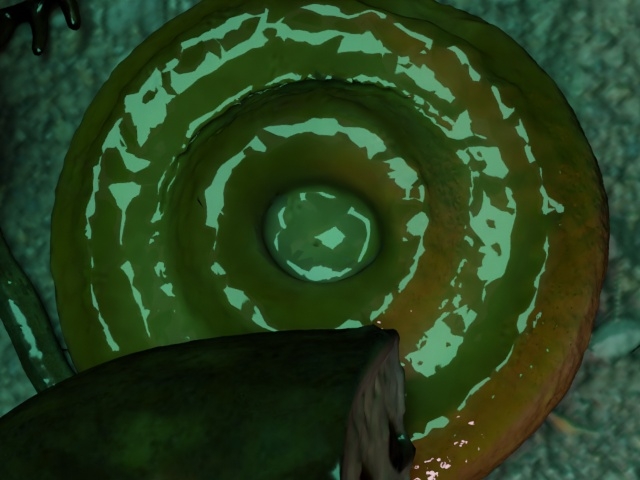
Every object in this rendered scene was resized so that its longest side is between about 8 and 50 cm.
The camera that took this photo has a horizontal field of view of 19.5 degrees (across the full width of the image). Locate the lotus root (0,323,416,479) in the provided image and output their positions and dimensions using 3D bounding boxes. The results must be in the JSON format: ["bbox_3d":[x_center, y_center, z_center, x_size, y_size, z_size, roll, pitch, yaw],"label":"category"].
[{"bbox_3d":[-0.090,0.181,0.865,0.260,0.149,0.267,-2,100,16],"label":"lotus root"}]

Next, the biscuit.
[{"bbox_3d":[0.000,0.000,0.958,0.296,0.102,0.296,-2,76,10],"label":"biscuit"}]

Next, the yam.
[{"bbox_3d":[-0.143,0.073,1.005,0.027,0.029,0.234,-35,75,29],"label":"yam"}]

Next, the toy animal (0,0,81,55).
[{"bbox_3d":[-0.128,-0.251,1.034,0.243,0.087,0.260,-18,74,8],"label":"toy animal"}]
